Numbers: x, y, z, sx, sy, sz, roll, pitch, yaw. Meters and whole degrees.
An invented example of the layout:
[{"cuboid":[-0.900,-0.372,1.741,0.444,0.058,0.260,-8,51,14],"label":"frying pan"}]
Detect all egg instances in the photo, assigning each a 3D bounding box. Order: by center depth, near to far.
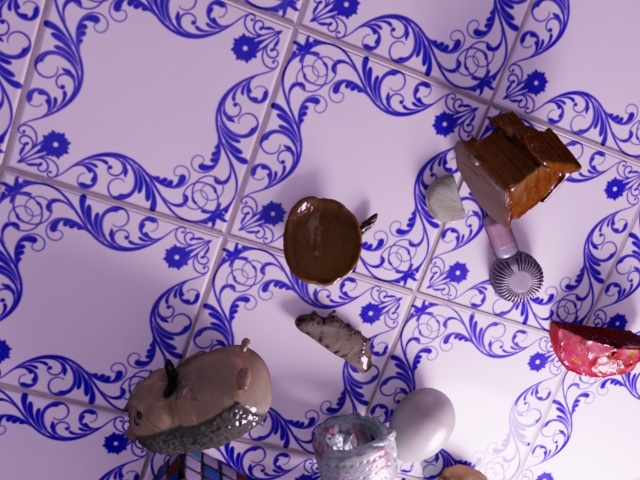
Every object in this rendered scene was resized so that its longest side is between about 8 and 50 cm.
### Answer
[{"cuboid":[0.255,0.473,1.719,0.151,0.151,0.209,29,101,-16],"label":"egg"}]

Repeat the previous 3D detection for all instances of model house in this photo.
[{"cuboid":[0.463,-0.184,1.584,0.229,0.219,0.199,-33,67,-6],"label":"model house"}]

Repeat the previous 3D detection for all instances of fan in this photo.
[{"cuboid":[0.475,0.042,1.693,0.130,0.074,0.244,-21,103,7],"label":"fan"}]

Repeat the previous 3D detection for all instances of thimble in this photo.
[{"cuboid":[0.091,0.535,1.680,0.211,0.185,0.149,-7,107,12],"label":"thimble"}]

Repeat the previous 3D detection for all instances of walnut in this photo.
[{"cuboid":[0.387,0.683,1.808,0.166,0.149,0.166,5,77,-21],"label":"walnut"}]

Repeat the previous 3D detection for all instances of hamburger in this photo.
[{"cuboid":[0.295,-0.097,1.629,0.084,0.054,0.121,-17,105,-2],"label":"hamburger"}]

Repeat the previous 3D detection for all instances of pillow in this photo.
[{"cuboid":[0.050,0.238,1.669,0.241,0.051,0.093,37,100,-16],"label":"pillow"}]

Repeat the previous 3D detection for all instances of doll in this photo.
[{"cuboid":[-0.288,0.367,1.554,0.349,0.247,0.247,-28,109,13],"label":"doll"}]

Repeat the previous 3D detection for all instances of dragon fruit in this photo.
[{"cuboid":[0.741,0.297,1.780,0.262,0.163,0.189,5,131,-12],"label":"dragon fruit"}]

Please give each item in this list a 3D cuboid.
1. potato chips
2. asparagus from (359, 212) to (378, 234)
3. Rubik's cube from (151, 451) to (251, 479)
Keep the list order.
[{"cuboid":[0.001,0.001,1.578,0.195,0.062,0.208,-36,83,-1],"label":"potato chips"},{"cuboid":[0.047,0.012,1.622,0.236,0.027,0.034,-35,119,0],"label":"asparagus"},{"cuboid":[-0.298,0.717,1.607,0.292,0.293,0.287,36,96,-19],"label":"Rubik's cube"}]
